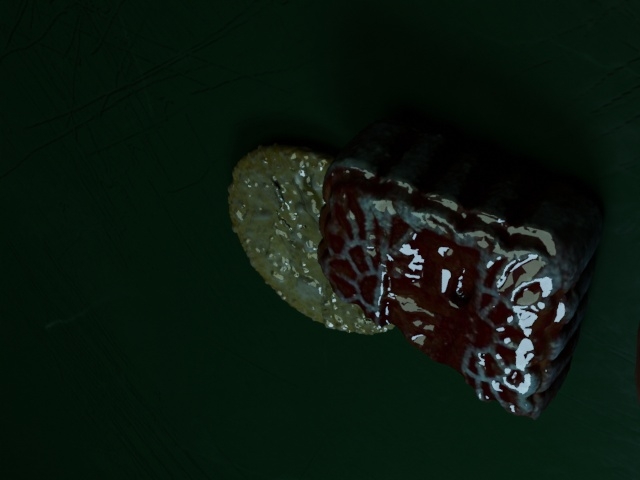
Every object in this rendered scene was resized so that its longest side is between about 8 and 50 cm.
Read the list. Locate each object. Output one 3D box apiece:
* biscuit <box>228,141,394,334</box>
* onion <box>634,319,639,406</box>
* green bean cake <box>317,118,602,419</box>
[{"bbox_3d":[0.001,-0.001,1.253,0.220,0.033,0.219,24,136,26],"label":"biscuit"},{"bbox_3d":[0.346,0.077,0.758,0.354,0.354,0.353,26,137,27],"label":"onion"},{"bbox_3d":[0.108,0.019,1.091,0.233,0.097,0.198,24,135,18],"label":"green bean cake"}]
